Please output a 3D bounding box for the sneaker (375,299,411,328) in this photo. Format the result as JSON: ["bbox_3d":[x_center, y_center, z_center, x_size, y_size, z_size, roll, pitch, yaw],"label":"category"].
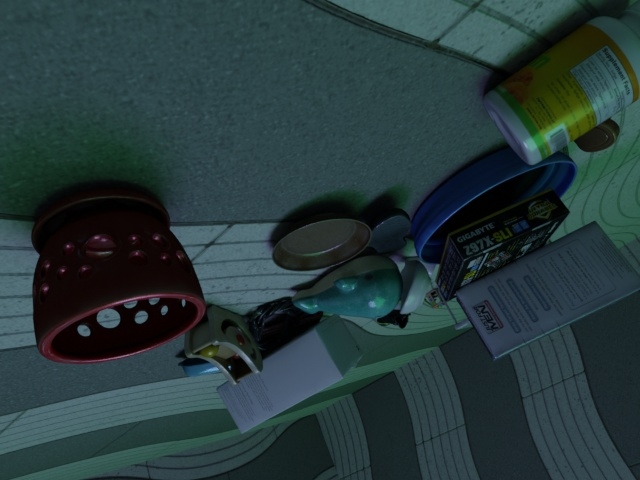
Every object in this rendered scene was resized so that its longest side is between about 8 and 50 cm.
[{"bbox_3d":[0.259,0.277,1.564,0.084,0.097,0.234,-17,153,-16],"label":"sneaker"}]

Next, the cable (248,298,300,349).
[{"bbox_3d":[-0.120,0.222,1.166,0.151,0.047,0.184,-24,140,-27],"label":"cable"}]

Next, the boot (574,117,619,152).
[{"bbox_3d":[0.489,-0.230,0.760,0.152,0.073,0.197,-37,-164,9],"label":"boot"}]

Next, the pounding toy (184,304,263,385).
[{"bbox_3d":[-0.243,0.269,1.041,0.155,0.154,0.269,-28,154,7],"label":"pounding toy"}]

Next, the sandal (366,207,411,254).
[{"bbox_3d":[0.140,-0.022,0.957,0.097,0.054,0.254,-18,164,3],"label":"sandal"}]

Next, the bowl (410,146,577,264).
[{"bbox_3d":[0.390,-0.078,1.029,0.392,0.077,0.391,-20,154,-10],"label":"bowl"}]

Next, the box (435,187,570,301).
[{"bbox_3d":[0.425,0.025,1.081,0.257,0.079,0.322,-23,155,-1],"label":"box"}]

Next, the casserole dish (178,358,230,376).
[{"bbox_3d":[-0.285,0.330,1.187,0.189,0.036,0.114,-7,178,-14],"label":"casserole dish"}]

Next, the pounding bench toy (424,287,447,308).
[{"bbox_3d":[0.428,0.230,1.662,0.052,0.065,0.083,2,144,-44],"label":"pounding bench toy"}]

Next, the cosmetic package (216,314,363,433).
[{"bbox_3d":[-0.083,0.373,1.248,0.366,0.155,0.197,-36,171,18],"label":"cosmetic package"}]

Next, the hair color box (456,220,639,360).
[{"bbox_3d":[0.552,0.130,1.092,0.375,0.185,0.113,-28,156,6],"label":"hair color box"}]

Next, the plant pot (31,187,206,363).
[{"bbox_3d":[-0.263,0.043,0.569,0.191,0.174,0.191,-20,153,-11],"label":"plant pot"}]

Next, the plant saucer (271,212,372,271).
[{"bbox_3d":[0.000,0.000,0.857,0.199,0.036,0.198,-12,151,-7],"label":"plant saucer"}]

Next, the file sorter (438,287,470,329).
[{"bbox_3d":[0.597,0.178,1.587,0.278,0.172,0.193,-40,152,29],"label":"file sorter"}]

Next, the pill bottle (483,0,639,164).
[{"bbox_3d":[0.388,-0.236,0.655,0.246,0.136,0.136,-35,153,19],"label":"pill bottle"}]

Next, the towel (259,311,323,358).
[{"bbox_3d":[-0.128,0.315,1.369,0.237,0.037,0.329,-15,154,-20],"label":"towel"}]

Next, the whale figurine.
[{"bbox_3d":[0.073,0.139,1.085,0.272,0.141,0.216,-20,158,5],"label":"whale figurine"}]

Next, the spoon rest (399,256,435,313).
[{"bbox_3d":[0.243,0.100,1.144,0.276,0.084,0.137,-32,140,-66],"label":"spoon rest"}]
